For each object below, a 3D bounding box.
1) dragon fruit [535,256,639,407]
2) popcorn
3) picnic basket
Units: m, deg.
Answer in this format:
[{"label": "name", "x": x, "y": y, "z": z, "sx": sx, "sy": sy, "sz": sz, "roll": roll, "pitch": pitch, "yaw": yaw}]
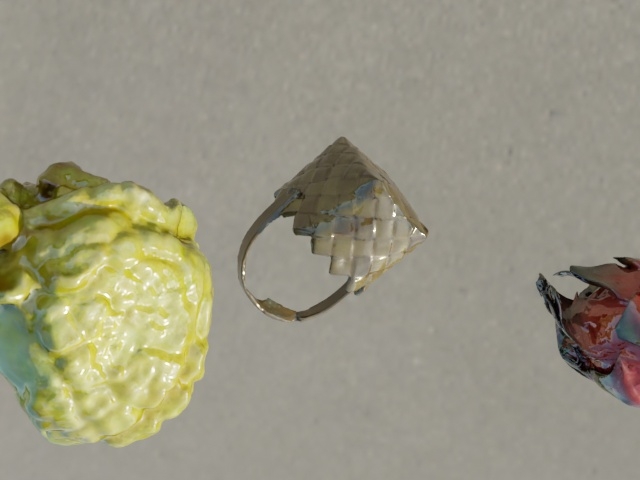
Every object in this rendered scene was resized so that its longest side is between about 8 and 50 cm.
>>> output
[{"label": "dragon fruit", "x": 0.234, "y": 0.062, "z": 1.301, "sx": 0.142, "sy": 0.121, "sz": 0.130, "roll": -2, "pitch": 122, "yaw": 45}, {"label": "popcorn", "x": -0.200, "y": 0.045, "z": 1.595, "sx": 0.174, "sy": 0.225, "sz": 0.286, "roll": 30, "pitch": 150, "yaw": 59}, {"label": "picnic basket", "x": 0.000, "y": 0.000, "z": 1.731, "sx": 0.178, "sy": 0.138, "sz": 0.128, "roll": -45, "pitch": 117, "yaw": 7}]
